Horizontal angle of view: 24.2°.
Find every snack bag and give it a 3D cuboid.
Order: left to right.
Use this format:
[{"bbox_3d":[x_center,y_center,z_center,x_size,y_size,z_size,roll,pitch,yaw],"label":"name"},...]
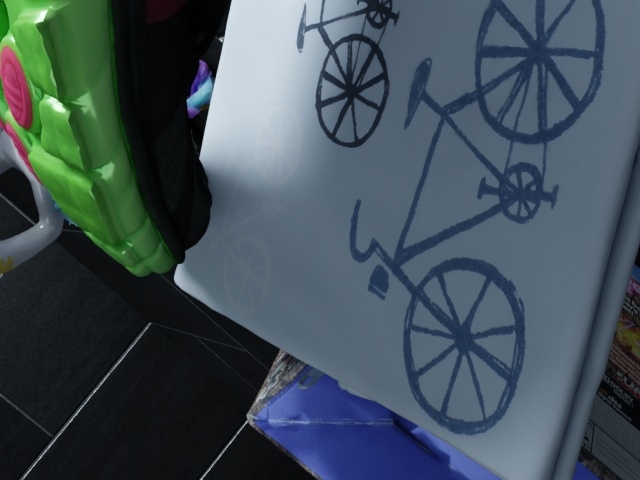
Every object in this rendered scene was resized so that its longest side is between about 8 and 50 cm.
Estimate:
[{"bbox_3d":[0.044,-0.063,0.825,0.037,0.323,0.342,1,-165,-42],"label":"snack bag"}]

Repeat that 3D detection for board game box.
[{"bbox_3d":[0.111,0.077,1.038,0.232,0.141,0.291,41,-151,-7],"label":"board game box"}]

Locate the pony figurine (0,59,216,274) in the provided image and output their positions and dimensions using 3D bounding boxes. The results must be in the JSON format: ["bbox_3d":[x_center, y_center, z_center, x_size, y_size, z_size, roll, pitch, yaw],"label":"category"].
[{"bbox_3d":[-0.260,-0.144,1.338,0.303,0.363,0.351,39,153,34],"label":"pony figurine"}]

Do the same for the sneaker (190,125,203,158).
[{"bbox_3d":[-0.149,-0.054,1.739,0.130,0.109,0.286,20,160,38],"label":"sneaker"}]

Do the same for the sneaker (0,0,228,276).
[{"bbox_3d":[-0.082,-0.165,0.762,0.185,0.202,0.483,50,153,33],"label":"sneaker"}]
